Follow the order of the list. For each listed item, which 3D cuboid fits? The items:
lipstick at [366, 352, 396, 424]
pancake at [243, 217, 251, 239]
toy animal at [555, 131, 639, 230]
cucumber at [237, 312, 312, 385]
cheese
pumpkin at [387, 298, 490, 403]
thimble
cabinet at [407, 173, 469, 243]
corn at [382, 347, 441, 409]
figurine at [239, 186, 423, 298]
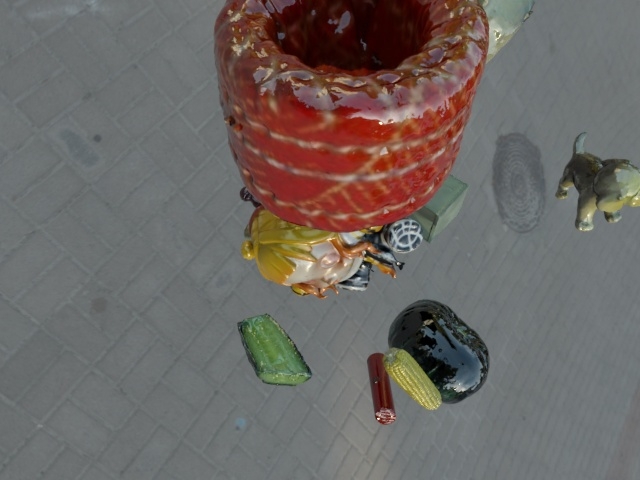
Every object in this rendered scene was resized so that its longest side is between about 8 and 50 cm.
[{"bbox_3d":[0.198,0.479,1.633,0.073,0.073,0.280,57,13,-21],"label":"lipstick"},{"bbox_3d":[-0.192,-0.059,1.574,0.025,0.151,0.152,36,65,-31],"label":"pancake"},{"bbox_3d":[0.610,-0.118,1.079,0.233,0.121,0.169,-93,172,-58],"label":"toy animal"},{"bbox_3d":[-0.118,0.262,1.142,0.115,0.086,0.193,-16,59,-32],"label":"cucumber"},{"bbox_3d":[0.305,-0.453,1.003,0.115,0.326,0.318,33,38,-16],"label":"cheese"},{"bbox_3d":[0.336,0.330,1.465,0.315,0.238,0.315,30,28,-18],"label":"pumpkin"},{"bbox_3d":[0.030,-0.197,0.639,0.350,0.350,0.231,-52,157,-29],"label":"thimble"},{"bbox_3d":[0.290,-0.130,1.435,0.150,0.206,0.145,-43,157,-22],"label":"cabinet"},{"bbox_3d":[0.212,0.319,1.145,0.206,0.067,0.067,48,59,-25],"label":"corn"},{"bbox_3d":[0.001,-0.004,0.963,0.323,0.320,0.196,9,54,-29],"label":"figurine"}]
